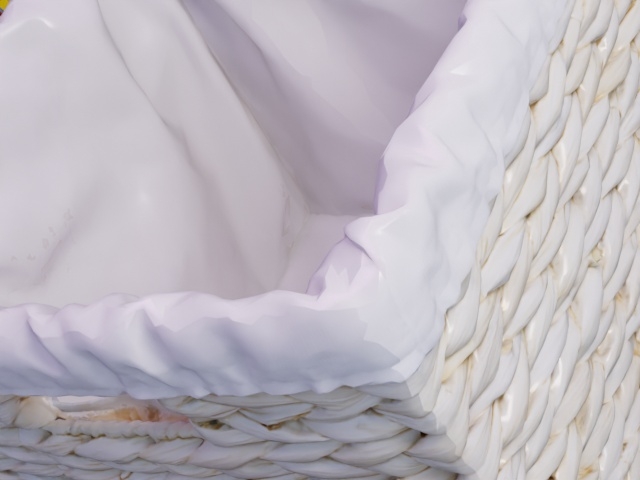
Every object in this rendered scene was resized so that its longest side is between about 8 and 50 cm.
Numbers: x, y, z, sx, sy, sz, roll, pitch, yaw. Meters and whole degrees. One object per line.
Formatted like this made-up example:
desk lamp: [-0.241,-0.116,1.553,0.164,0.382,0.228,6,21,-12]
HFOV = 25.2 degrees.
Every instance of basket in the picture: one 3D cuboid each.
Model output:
basket: [0.000,0.000,0.673,0.328,0.266,0.331,-5,43,36]

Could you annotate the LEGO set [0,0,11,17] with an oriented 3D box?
LEGO set: [-0.160,-0.082,1.019,0.192,0.331,0.255,-57,11,-30]
